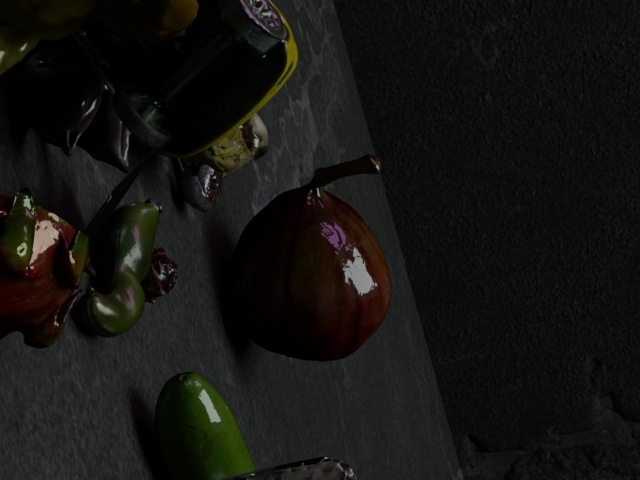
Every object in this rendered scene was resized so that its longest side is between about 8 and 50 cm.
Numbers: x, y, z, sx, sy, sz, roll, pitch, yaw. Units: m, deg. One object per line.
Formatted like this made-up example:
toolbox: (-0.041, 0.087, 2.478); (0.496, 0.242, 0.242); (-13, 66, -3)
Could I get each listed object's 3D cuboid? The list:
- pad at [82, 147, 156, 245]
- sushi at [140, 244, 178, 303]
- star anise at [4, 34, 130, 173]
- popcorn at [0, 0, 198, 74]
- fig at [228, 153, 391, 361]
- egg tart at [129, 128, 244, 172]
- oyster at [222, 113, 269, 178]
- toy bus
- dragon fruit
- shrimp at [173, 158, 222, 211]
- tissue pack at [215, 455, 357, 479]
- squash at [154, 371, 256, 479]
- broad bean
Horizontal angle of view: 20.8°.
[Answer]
pad: (-0.182, -0.018, 1.441); (0.004, 0.116, 0.193); (36, 16, -4)
sushi: (-0.157, 0.030, 1.632); (0.099, 0.047, 0.050); (-85, 156, -64)
star anise: (-0.205, -0.147, 1.481); (0.209, 0.089, 0.231); (-72, 144, -48)
popcorn: (-0.212, -0.259, 1.151); (0.321, 0.325, 0.290); (-56, -145, 43)
fig: (-0.016, 0.006, 1.981); (0.204, 0.186, 0.250); (-90, 175, -68)
egg tart: (-0.156, -0.164, 1.761); (0.252, 0.098, 0.232); (-79, 148, -74)
oyster: (-0.117, -0.194, 2.030); (0.223, 0.083, 0.214); (-85, 164, -74)
toy bus: (-0.148, -0.230, 1.392); (0.330, 0.144, 0.152); (52, 22, 3)
dragon fruit: (-0.228, 0.022, 1.133); (0.142, 0.138, 0.175); (51, 39, -13)
shrimp: (-0.134, -0.104, 1.896); (0.065, 0.056, 0.165); (42, 33, -62)
tissue pack: (-0.015, 0.367, 1.540); (0.370, 0.210, 0.198); (65, 13, -52)
squash: (-0.091, 0.238, 1.629); (0.082, 0.082, 0.292); (-90, 164, -50)
broad bean: (-0.175, 0.020, 1.544); (0.214, 0.048, 0.070); (-78, 155, -60)
